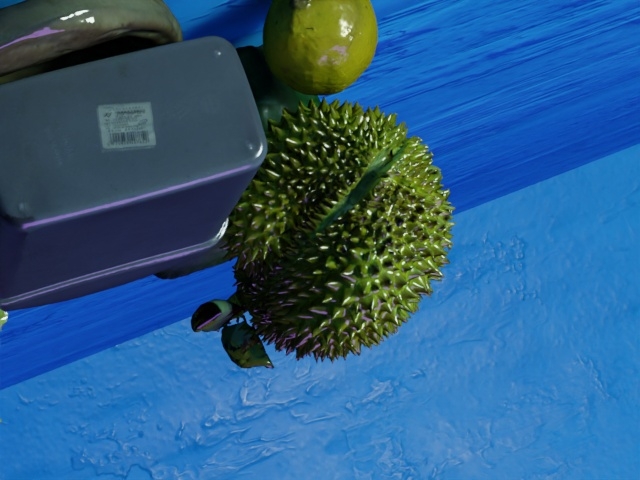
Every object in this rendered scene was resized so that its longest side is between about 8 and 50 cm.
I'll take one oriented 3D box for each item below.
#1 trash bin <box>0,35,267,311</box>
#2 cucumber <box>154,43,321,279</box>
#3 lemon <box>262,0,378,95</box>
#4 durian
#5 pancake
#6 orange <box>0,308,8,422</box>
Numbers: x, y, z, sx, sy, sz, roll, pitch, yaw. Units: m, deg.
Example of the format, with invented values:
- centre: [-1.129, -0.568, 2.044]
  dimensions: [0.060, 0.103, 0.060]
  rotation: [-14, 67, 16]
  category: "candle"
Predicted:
- centre: [-0.136, -0.034, 0.982]
  dimensions: [0.177, 0.101, 0.236]
  rotation: [-14, 171, -16]
  category: "trash bin"
- centre: [-0.085, -0.068, 1.244]
  dimensions: [0.191, 0.130, 0.191]
  rotation: [-29, 169, -6]
  category: "cucumber"
- centre: [-0.001, -0.139, 1.101]
  dimensions: [0.082, 0.082, 0.110]
  rotation: [-22, 171, -5]
  category: "lemon"
- centre: [0.015, 0.001, 1.112]
  dimensions: [0.159, 0.198, 0.146]
  rotation: [17, -165, 24]
  category: "durian"
- centre: [-0.197, -0.096, 0.941]
  dimensions: [0.242, 0.050, 0.242]
  rotation: [-18, 173, -2]
  category: "pancake"
- centre: [-0.341, 0.060, 0.930]
  dimensions: [0.301, 0.223, 0.300]
  rotation: [-21, 157, 35]
  category: "orange"
